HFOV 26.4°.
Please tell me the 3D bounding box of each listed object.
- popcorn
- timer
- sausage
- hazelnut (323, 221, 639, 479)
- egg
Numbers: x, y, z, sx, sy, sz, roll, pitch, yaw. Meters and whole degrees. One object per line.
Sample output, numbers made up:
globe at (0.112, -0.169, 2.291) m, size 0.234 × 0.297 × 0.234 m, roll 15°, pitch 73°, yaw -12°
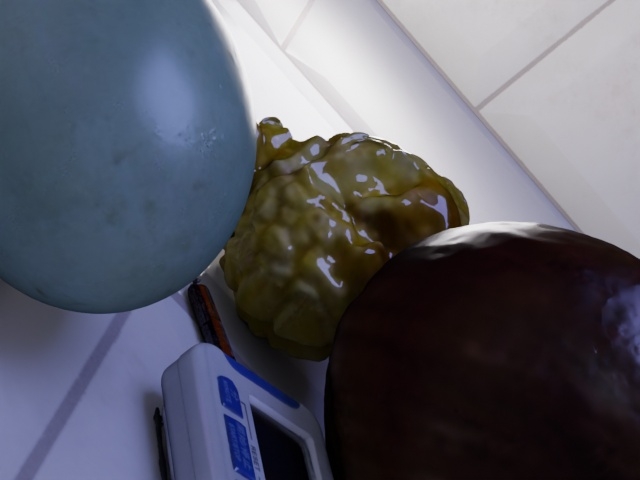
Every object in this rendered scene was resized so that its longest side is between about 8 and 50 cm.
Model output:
popcorn at (0.000, 0.000, 1.484) m, size 0.332 × 0.225 × 0.265 m, roll 29°, pitch 61°, yaw -3°
timer at (-0.057, 0.220, 1.167) m, size 0.178 × 0.078 × 0.253 m, roll 39°, pitch 21°, yaw -35°
sausage at (-0.098, 0.113, 1.357) m, size 0.028 × 0.025 × 0.198 m, roll 52°, pitch 11°, yaw -54°
hazelnut at (0.195, 0.187, 1.277) m, size 0.352 × 0.421 × 0.421 m, roll -6°, pitch 58°, yaw -54°
egg at (-0.196, -0.108, 1.145) m, size 0.276 × 0.276 × 0.389 m, roll 34°, pitch 27°, yaw -42°
